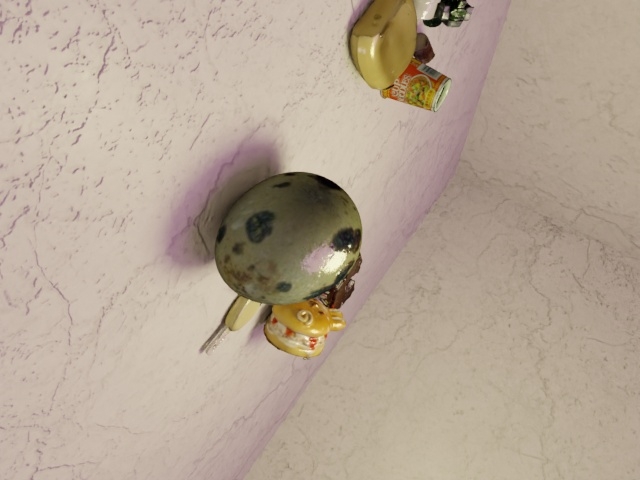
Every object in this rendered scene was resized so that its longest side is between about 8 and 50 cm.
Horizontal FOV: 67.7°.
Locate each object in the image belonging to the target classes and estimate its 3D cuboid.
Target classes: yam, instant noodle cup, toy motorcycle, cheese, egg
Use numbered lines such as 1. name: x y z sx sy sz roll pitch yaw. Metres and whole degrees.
1. yam: 0.389 -0.731 1.825 0.079 0.079 0.141 -62 160 7
2. instant noodle cup: 0.359 -0.575 1.765 0.193 0.212 0.193 -51 160 -27
3. toy motorcycle: 0.412 -0.792 1.601 0.274 0.125 0.187 -104 -166 -46
4. cheese: 0.202 -0.599 1.476 0.259 0.128 0.316 -51 155 -4
5. cheese: -0.293 0.275 1.593 0.255 0.050 0.127 -51 160 -26
6. egg: -0.082 -0.005 1.269 0.428 0.345 0.345 -23 140 -45

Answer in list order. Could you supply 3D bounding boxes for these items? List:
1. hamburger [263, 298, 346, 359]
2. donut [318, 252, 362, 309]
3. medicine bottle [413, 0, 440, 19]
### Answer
1. hamburger: -0.058 0.327 1.896 0.186 0.303 0.261 -62 -167 17
2. donut: 0.081 0.207 2.339 0.259 0.136 0.345 -47 157 -30
3. medicine bottle: 0.330 -0.813 1.447 0.147 0.147 0.247 -43 154 -41
